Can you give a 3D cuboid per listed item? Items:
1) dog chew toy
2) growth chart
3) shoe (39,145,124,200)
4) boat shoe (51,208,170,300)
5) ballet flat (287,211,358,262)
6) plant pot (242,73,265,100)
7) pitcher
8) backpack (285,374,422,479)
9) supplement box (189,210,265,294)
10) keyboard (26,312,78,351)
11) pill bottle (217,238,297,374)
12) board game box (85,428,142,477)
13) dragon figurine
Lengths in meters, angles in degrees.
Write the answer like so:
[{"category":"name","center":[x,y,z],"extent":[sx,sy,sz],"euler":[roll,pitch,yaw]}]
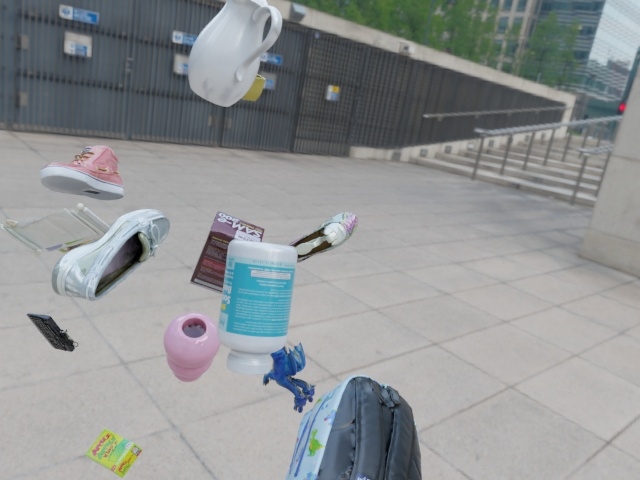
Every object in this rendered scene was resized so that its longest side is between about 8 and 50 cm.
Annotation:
[{"category":"dog chew toy","center":[-0.488,0.419,1.951],"extent":[0.206,0.332,0.207],"euler":[11,45,-11]},{"category":"growth chart","center":[-0.609,-0.018,1.217],"extent":[0.237,0.172,0.021],"euler":[-11,56,5]},{"category":"shoe","center":[-0.398,-0.122,0.869],"extent":[0.063,0.081,0.178],"euler":[-12,-8,14]},{"category":"boat shoe","center":[-0.417,0.029,1.108],"extent":[0.103,0.118,0.320],"euler":[17,28,15]},{"category":"ballet flat","center":[0.000,0.000,1.351],"extent":[0.221,0.077,0.079],"euler":[-27,5,10]},{"category":"plant pot","center":[-0.244,-0.523,1.766],"extent":[0.081,0.083,0.081],"euler":[-2,29,-30]},{"category":"pitcher","center":[-0.151,-0.343,0.939],"extent":[0.125,0.207,0.178],"euler":[10,31,-41]},{"category":"backpack","center":[0.067,0.441,1.020],"extent":[0.290,0.273,0.356],"euler":[29,53,-13]},{"category":"supplement box","center":[-0.246,0.043,1.349],"extent":[0.130,0.239,0.073],"euler":[21,47,-13]},{"category":"keyboard","center":[-0.790,0.283,1.531],"extent":[0.100,0.192,0.038],"euler":[4,50,6]},{"category":"pill bottle","center":[-0.133,0.135,1.073],"extent":[0.146,0.264,0.146],"euler":[7,-1,0]},{"category":"board game box","center":[-0.636,0.650,1.592],"extent":[0.181,0.043,0.092],"euler":[1,46,40]},{"category":"dragon figurine","center":[-0.095,0.340,1.481],"extent":[0.143,0.290,0.085],"euler":[-7,0,22]}]
